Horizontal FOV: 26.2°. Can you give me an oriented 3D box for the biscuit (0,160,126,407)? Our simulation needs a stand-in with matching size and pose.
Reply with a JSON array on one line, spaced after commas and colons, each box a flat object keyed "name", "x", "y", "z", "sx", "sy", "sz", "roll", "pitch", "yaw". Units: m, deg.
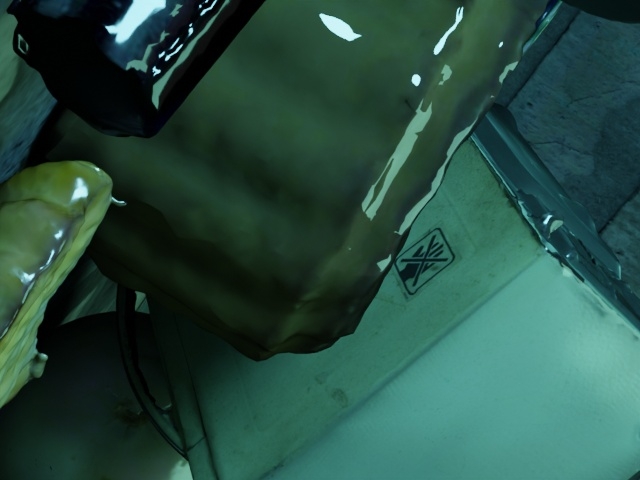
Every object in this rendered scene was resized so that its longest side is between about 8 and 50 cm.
[{"name": "biscuit", "x": -0.167, "y": 0.037, "z": 0.674, "sx": 0.183, "sy": 0.061, "sz": 0.118, "roll": -56, "pitch": 178, "yaw": 34}]

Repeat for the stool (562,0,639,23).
[{"name": "stool", "x": 0.230, "y": -0.342, "z": 0.884, "sx": 0.330, "sy": 0.297, "sz": 0.297, "roll": -50, "pitch": -179, "yaw": -7}]

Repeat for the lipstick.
[{"name": "lipstick", "x": 0.027, "y": -0.216, "z": 0.528, "sx": 0.418, "sy": 0.077, "sz": 0.077, "roll": -56, "pitch": -178, "yaw": -18}]

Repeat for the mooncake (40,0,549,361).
[{"name": "mooncake", "x": -0.003, "y": -0.090, "z": 0.785, "sx": 0.324, "sy": 0.187, "sz": 0.324, "roll": -57, "pitch": -179, "yaw": 1}]

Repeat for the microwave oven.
[{"name": "microwave oven", "x": 0.050, "y": 0.054, "z": 1.046, "sx": 0.333, "sy": 0.247, "sz": 0.394, "roll": -40, "pitch": -145, "yaw": 12}]

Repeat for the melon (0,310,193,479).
[{"name": "melon", "x": -0.184, "y": 0.177, "z": 1.229, "sx": 0.223, "sy": 0.223, "sz": 0.317, "roll": -55, "pitch": -178, "yaw": -19}]

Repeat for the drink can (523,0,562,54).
[{"name": "drink can", "x": 0.109, "y": -0.241, "z": 1.183, "sx": 0.118, "sy": 0.205, "sz": 0.118, "roll": -54, "pitch": -179, "yaw": 1}]
